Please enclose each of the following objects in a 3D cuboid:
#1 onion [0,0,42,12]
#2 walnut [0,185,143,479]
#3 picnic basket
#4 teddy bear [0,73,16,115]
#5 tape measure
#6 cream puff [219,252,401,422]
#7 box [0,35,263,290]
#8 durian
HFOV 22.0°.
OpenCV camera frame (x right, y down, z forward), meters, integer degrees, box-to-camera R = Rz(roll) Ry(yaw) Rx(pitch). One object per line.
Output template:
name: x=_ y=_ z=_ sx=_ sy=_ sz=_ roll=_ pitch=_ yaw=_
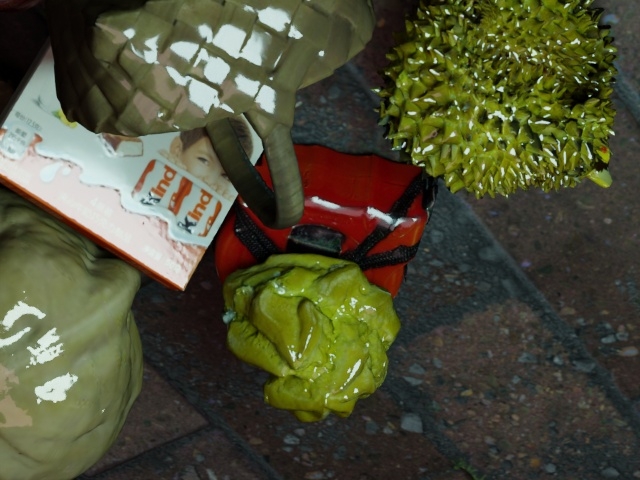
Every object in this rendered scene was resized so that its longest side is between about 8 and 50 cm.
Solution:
onion: x=-0.306 y=-0.326 z=1.695 sx=0.195 sy=0.159 sz=0.159 roll=-25 pitch=125 yaw=18
walnut: x=-0.362 y=0.114 z=1.863 sx=0.381 sy=0.381 sz=0.381 roll=4 pitch=132 yaw=4
picnic basket: x=-0.096 y=-0.161 z=1.679 sx=0.337 sy=0.293 sz=0.337 roll=-9 pitch=116 yaw=-20
teddy bear: x=-0.467 y=-0.171 z=1.854 sx=0.246 sy=0.222 sz=0.296 roll=-7 pitch=110 yaw=-14
tape measure: x=-0.001 y=0.000 z=1.969 sx=0.253 sy=0.114 sz=0.260 roll=12 pitch=132 yaw=-3
cream puff: x=-0.004 y=0.119 z=1.890 sx=0.195 sy=0.194 sz=0.221 roll=-29 pitch=127 yaw=28
box: x=-0.201 y=-0.124 z=1.811 sx=0.273 sy=0.265 sz=0.048 roll=33 pitch=167 yaw=-21
durian: x=0.195 y=-0.162 z=1.720 sx=0.293 sy=0.258 sz=0.258 roll=5 pitch=139 yaw=-37
